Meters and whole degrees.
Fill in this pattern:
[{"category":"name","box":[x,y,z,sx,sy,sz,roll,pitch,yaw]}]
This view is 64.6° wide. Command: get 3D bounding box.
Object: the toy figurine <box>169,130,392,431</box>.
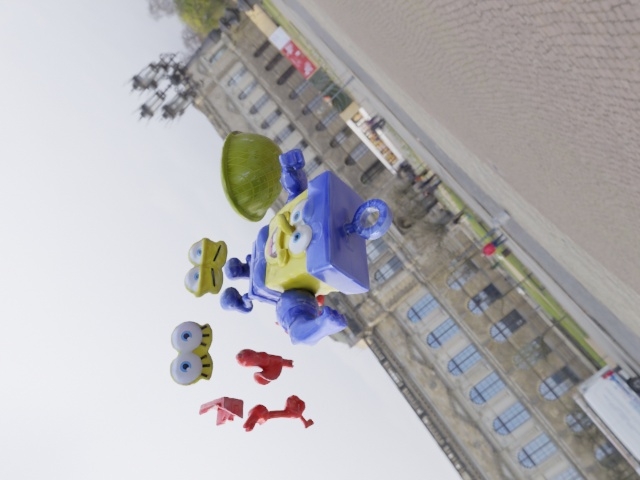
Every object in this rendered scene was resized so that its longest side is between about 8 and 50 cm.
[{"category":"toy figurine","box":[0.000,0.000,0.538,0.191,0.217,0.363,29,-132,-34]}]
